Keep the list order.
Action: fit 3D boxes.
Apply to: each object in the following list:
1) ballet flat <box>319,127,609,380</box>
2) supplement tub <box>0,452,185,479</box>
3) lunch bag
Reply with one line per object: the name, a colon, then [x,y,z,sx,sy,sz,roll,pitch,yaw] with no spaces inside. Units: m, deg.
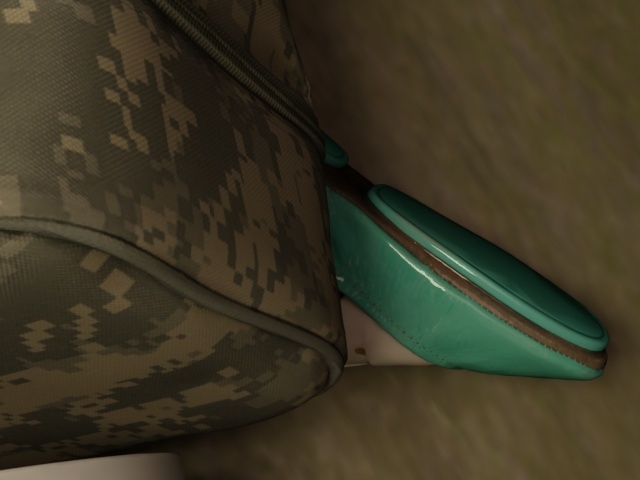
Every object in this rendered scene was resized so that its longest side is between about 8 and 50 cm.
ballet flat: [0.000,0.000,0.548,0.247,0.083,0.087,37,105,7]
supplement tub: [-0.115,0.245,0.407,0.236,0.235,0.324,-11,79,-3]
lunch bag: [-0.163,-0.056,0.456,0.305,0.212,0.256,-15,65,22]
